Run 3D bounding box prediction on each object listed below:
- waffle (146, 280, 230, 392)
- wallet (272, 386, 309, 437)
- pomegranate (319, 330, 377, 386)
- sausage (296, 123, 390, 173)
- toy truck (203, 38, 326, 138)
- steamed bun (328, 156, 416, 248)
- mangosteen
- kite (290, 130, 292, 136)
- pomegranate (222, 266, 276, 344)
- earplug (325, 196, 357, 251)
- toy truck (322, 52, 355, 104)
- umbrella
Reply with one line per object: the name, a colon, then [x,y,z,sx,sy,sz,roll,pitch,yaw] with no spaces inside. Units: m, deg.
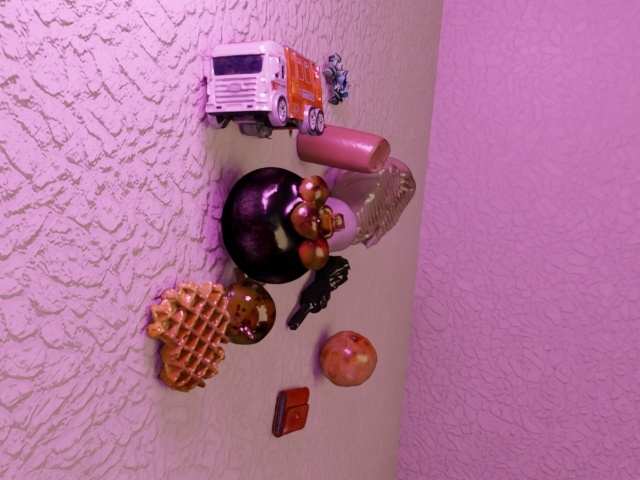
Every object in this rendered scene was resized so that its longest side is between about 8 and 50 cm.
waffle: [-0.277,0.209,1.457,0.249,0.056,0.253,-3,104,-59]
wallet: [-0.088,0.540,2.176,0.204,0.045,0.142,23,76,-70]
pomegranate: [0.098,0.419,2.421,0.207,0.207,0.207,8,90,-71]
sausage: [0.067,-0.267,1.992,0.123,0.253,0.123,12,90,-73]
toy truck: [-0.116,-0.348,1.572,0.387,0.174,0.206,-12,102,-73]
steamed bun: [0.145,-0.153,2.330,0.310,0.219,0.324,15,109,-56]
mangosteen: [-0.079,-0.036,1.586,0.275,0.302,0.274,4,86,-59]
kite: [-0.078,-0.349,1.916,0.090,0.004,0.122,15,84,-71]
pomegranate: [-0.166,0.154,1.649,0.220,0.156,0.156,-58,150,-48]
earplug: [-0.033,-0.005,1.973,0.301,0.173,0.172,-33,128,-57]
toy truck: [0.062,-0.500,2.143,0.154,0.078,0.080,74,29,-48]
umbrella: [-0.009,0.165,2.197,0.340,0.118,0.118,-49,143,-42]
